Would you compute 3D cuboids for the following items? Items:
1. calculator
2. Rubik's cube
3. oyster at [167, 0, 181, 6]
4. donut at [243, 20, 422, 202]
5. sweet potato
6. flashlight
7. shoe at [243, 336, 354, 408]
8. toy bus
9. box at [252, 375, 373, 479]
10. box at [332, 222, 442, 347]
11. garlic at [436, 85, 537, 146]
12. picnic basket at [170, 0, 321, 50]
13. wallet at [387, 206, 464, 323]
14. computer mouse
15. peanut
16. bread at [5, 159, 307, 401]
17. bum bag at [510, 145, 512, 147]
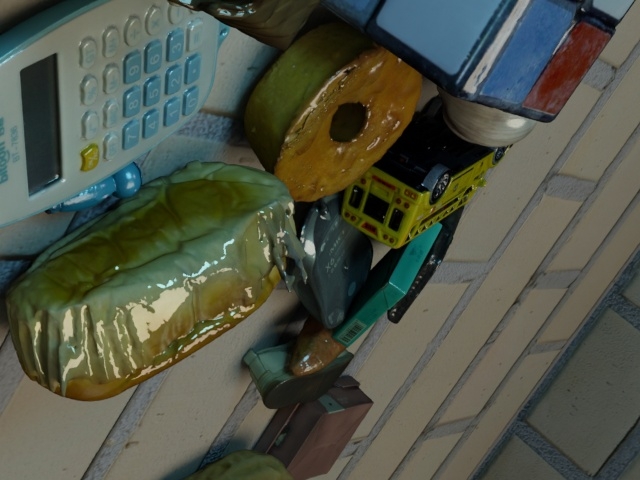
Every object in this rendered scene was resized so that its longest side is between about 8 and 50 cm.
[{"bbox_3d":[-0.245,-0.167,1.270,0.386,0.054,0.256,-32,149,-34],"label":"calculator"},{"bbox_3d":[0.200,-0.359,1.408,0.316,0.318,0.313,-57,154,18],"label":"Rubik's cube"},{"bbox_3d":[-0.023,-0.409,1.239,0.396,0.111,0.204,-59,156,11],"label":"oyster"},{"bbox_3d":[0.012,-0.183,1.561,0.277,0.108,0.277,-36,156,-19],"label":"donut"},{"bbox_3d":[0.020,0.161,2.018,0.252,0.097,0.097,-49,161,-48],"label":"sweet potato"},{"bbox_3d":[-0.272,-0.064,1.374,0.129,0.051,0.051,-21,142,-38],"label":"flashlight"},{"bbox_3d":[-0.035,0.226,2.070,0.103,0.098,0.275,-49,157,20],"label":"shoe"},{"bbox_3d":[0.170,-0.112,1.832,0.331,0.145,0.151,-30,144,-51],"label":"toy bus"},{"bbox_3d":[-0.018,0.386,2.316,0.215,0.086,0.215,3,124,-57],"label":"box"},{"bbox_3d":[0.109,0.070,1.915,0.161,0.042,0.226,-60,-174,-36],"label":"box"},{"bbox_3d":[0.212,-0.260,1.726,0.253,0.245,0.245,0,135,-12],"label":"garlic"},{"bbox_3d":[-0.104,-0.337,0.992,0.254,0.291,0.321,-52,163,6],"label":"picnic basket"},{"bbox_3d":[0.189,0.007,2.016,0.165,0.042,0.309,-57,-177,35],"label":"wallet"},{"bbox_3d":[0.000,0.000,1.828,0.167,0.090,0.379,-57,155,-29],"label":"computer mouse"},{"bbox_3d":[-0.213,0.513,2.101,0.387,0.169,0.192,-23,148,-36],"label":"peanut"},{"bbox_3d":[-0.204,0.049,1.448,0.388,0.236,0.183,-26,130,-21],"label":"bread"},{"bbox_3d":[0.348,-0.248,2.072,0.123,0.060,0.248,-20,144,-43],"label":"bum bag"}]
